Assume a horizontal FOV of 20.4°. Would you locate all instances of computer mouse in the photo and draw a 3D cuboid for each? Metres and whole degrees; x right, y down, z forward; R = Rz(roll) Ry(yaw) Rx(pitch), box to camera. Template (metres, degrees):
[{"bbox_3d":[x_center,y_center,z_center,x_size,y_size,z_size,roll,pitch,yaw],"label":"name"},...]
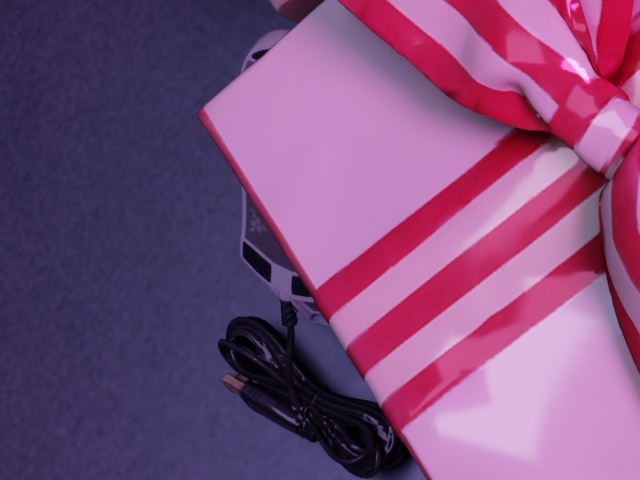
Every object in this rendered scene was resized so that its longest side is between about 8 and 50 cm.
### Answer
[{"bbox_3d":[0.000,0.000,0.765,0.106,0.042,0.193,29,126,40],"label":"computer mouse"}]

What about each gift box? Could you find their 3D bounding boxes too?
[{"bbox_3d":[0.141,-0.029,0.613,0.276,0.258,0.255,-45,61,12],"label":"gift box"}]

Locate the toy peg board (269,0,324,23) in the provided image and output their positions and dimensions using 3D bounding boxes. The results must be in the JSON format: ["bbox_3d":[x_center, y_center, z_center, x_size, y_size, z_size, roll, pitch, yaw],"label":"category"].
[{"bbox_3d":[0.085,-0.112,0.730,0.161,0.160,0.079,-39,74,14],"label":"toy peg board"}]
